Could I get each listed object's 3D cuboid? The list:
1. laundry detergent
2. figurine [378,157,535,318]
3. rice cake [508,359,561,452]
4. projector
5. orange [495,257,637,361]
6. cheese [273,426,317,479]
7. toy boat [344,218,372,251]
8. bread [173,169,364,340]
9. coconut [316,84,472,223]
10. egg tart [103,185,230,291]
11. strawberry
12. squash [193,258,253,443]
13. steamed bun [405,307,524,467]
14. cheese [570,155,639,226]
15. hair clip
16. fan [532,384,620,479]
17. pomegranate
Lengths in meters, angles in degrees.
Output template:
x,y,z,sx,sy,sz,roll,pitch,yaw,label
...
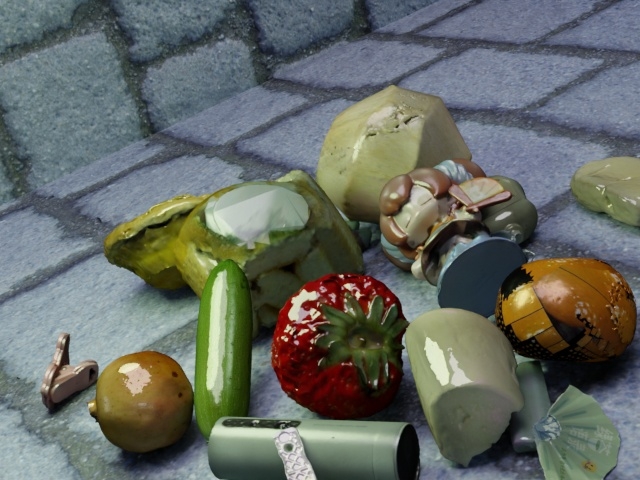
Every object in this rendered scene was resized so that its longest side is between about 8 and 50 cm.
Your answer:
x,y,z,sx,sy,sz,roll,pitch,yaw,label
0.381,-0.051,2.134,0.181,0.091,0.253,-22,25,-1,laundry detergent
0.256,-0.015,1.947,0.276,0.248,0.388,-47,38,8,figurine
0.331,0.265,1.573,0.080,0.042,0.222,-9,26,6,rice cake
-0.013,0.338,1.559,0.337,0.108,0.108,-3,28,26,projector
0.407,0.119,1.638,0.234,0.182,0.234,4,9,-1,orange
-0.013,0.379,1.435,0.127,0.050,0.255,-17,48,-7,cheese
0.000,0.000,2.271,0.227,0.085,0.155,-22,27,-12,toy boat
-0.089,-0.003,2.047,0.395,0.264,0.239,-26,52,-21,bread
0.173,-0.187,2.245,0.353,0.352,0.352,-14,25,6,coconut
-0.304,0.005,2.257,0.388,0.169,0.388,-20,-13,-5,egg tart
0.020,0.192,1.707,0.257,0.257,0.277,-31,-6,-27,strawberry
-0.177,0.214,1.783,0.107,0.107,0.395,-11,55,12,squash
0.237,0.230,1.557,0.170,0.200,0.225,-11,40,-1,steamed bun
0.650,-0.106,2.086,0.159,0.093,0.263,-20,24,-14,cheese
-0.540,0.274,2.016,0.102,0.123,0.138,27,41,28,hair clip
0.382,0.295,1.465,0.131,0.009,0.240,17,34,12,fan
-0.318,0.292,1.762,0.191,0.191,0.191,-14,25,6,pomegranate
